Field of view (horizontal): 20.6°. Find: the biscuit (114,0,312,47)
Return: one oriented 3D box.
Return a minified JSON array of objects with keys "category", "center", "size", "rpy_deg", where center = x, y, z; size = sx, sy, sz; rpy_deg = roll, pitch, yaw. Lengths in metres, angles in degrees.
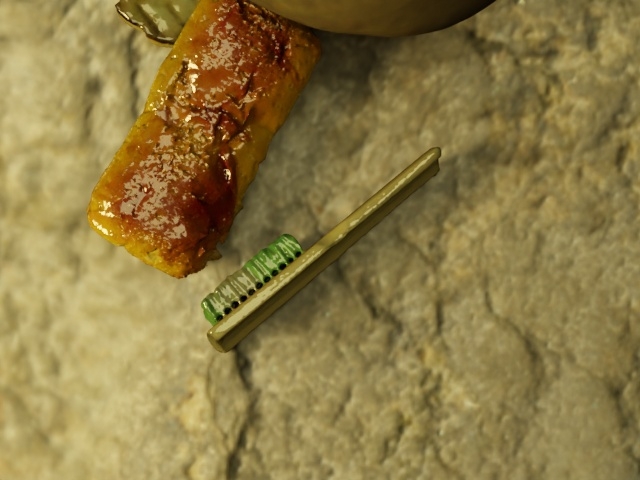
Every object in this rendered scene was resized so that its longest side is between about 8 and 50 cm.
[{"category":"biscuit","center":[-0.060,-0.278,1.704],"size":[0.187,0.036,0.273],"rpy_deg":[36,78,0]}]

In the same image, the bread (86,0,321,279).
[{"category":"bread","center":[-0.104,-0.101,1.632],"size":[0.139,0.077,0.271],"rpy_deg":[31,84,-12]}]

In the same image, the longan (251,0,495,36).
[{"category":"longan","center":[0.034,-0.338,1.554],"size":[0.361,0.361,0.361],"rpy_deg":[1,81,-7]}]

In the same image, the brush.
[{"category":"brush","center":[0.000,0.000,1.658],"size":[0.282,0.054,0.048],"rpy_deg":[-38,75,-11]}]
